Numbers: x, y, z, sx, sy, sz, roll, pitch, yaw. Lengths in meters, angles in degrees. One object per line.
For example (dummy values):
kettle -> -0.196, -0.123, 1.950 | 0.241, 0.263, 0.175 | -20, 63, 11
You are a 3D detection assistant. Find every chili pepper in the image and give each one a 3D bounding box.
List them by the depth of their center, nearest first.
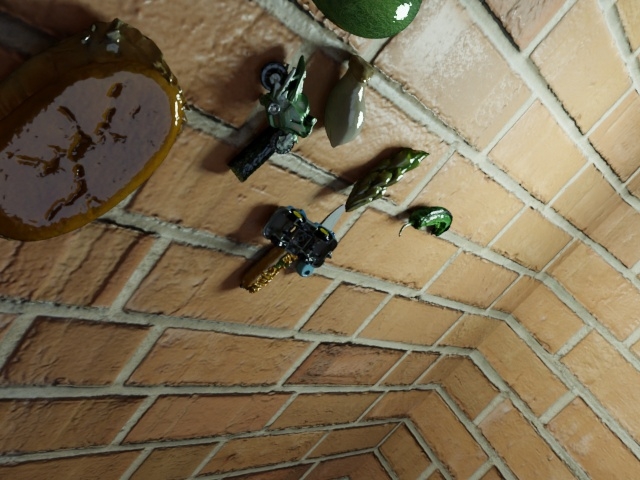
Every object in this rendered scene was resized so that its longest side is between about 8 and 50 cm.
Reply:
chili pepper -> 0.334, -0.062, 1.874 | 0.278, 0.065, 0.122 | 6, 123, -52

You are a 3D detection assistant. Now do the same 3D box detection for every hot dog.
hot dog -> -0.137, 0.075, 1.595 | 0.188, 0.055, 0.072 | -43, 148, 4

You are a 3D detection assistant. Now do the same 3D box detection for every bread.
bread -> -0.388, -0.163, 0.959 | 0.388, 0.183, 0.236 | -41, 144, 4

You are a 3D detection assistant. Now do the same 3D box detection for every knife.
knife -> -0.002, 0.000, 1.666 | 0.058, 0.032, 0.244 | 9, 120, -38

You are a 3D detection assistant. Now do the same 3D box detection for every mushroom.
mushroom -> 0.062, -0.297, 1.316 | 0.097, 0.088, 0.213 | -19, 137, -43

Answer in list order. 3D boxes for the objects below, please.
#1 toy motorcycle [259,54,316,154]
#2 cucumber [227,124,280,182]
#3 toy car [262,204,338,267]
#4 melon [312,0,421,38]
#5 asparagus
toy motorcycle -> -0.063, -0.269, 1.214 | 0.106, 0.074, 0.190 | -15, 119, -13
cucumber -> -0.107, -0.212, 1.289 | 0.214, 0.052, 0.058 | -42, 168, 3
toy car -> -0.050, -0.018, 1.518 | 0.191, 0.100, 0.097 | 32, 109, -20
melon -> 0.080, -0.455, 1.061 | 0.182, 0.182, 0.287 | -50, 144, 17
asparagus -> 0.166, -0.169, 1.580 | 0.287, 0.080, 0.080 | -41, 148, -11
